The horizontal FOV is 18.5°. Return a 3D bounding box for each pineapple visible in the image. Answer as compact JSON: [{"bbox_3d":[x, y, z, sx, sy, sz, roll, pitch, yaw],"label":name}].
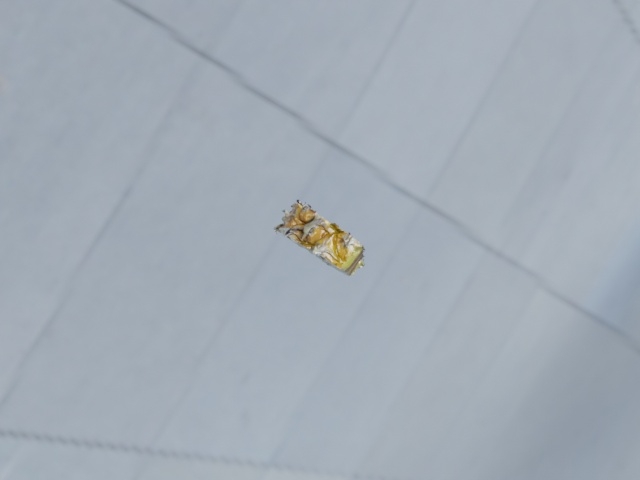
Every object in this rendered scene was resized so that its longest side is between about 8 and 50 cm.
[{"bbox_3d":[0.000,0.000,0.922,0.019,0.045,0.083,-53,177,-2],"label":"pineapple"}]
